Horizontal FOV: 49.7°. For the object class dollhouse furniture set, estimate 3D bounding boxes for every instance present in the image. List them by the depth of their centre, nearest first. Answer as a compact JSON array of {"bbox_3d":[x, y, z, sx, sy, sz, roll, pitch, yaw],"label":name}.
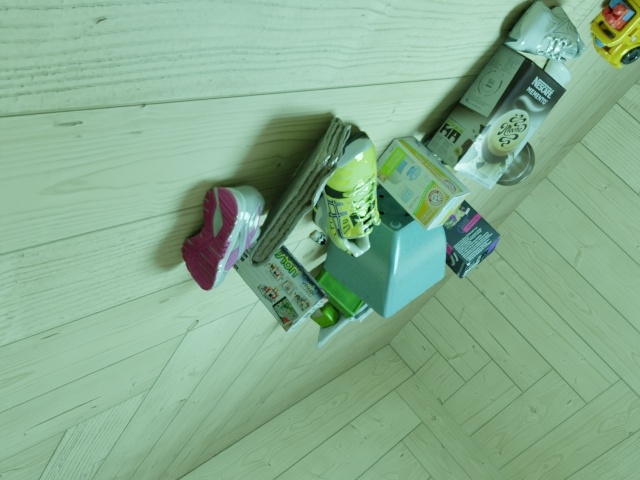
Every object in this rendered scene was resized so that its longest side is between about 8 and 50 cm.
[{"bbox_3d":[0.073,0.096,2.113,0.301,0.151,0.197,-52,-168,-32],"label":"dollhouse furniture set"}]

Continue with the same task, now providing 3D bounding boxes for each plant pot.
[{"bbox_3d":[0.183,-0.003,1.824,0.247,0.248,0.252,-31,144,-31],"label":"plant pot"},{"bbox_3d":[0.570,-0.266,2.163,0.167,0.167,0.165,-47,155,17],"label":"plant pot"}]

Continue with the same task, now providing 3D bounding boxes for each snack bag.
[{"bbox_3d":[0.120,0.174,2.155,0.342,0.037,0.323,-42,-169,16],"label":"snack bag"}]

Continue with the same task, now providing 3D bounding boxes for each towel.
[{"bbox_3d":[-0.037,-0.090,1.295,0.282,0.049,0.187,-51,-169,33],"label":"towel"}]

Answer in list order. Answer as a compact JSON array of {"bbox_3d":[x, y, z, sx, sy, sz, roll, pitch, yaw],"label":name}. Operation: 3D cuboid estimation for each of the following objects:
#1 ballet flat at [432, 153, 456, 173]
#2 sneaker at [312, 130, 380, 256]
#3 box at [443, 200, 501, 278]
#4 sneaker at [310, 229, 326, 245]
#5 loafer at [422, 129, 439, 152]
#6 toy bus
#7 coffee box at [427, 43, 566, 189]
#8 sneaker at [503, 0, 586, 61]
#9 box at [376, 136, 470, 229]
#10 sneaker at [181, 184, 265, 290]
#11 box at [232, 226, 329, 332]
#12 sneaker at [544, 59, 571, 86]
[{"bbox_3d":[0.324,-0.216,1.873,0.232,0.080,0.073,-18,137,-56],"label":"ballet flat"},{"bbox_3d":[0.079,-0.097,1.499,0.145,0.147,0.385,-35,161,-15],"label":"sneaker"},{"bbox_3d":[0.401,-0.040,2.133,0.143,0.270,0.165,-39,163,-9],"label":"box"},{"bbox_3d":[0.000,0.000,1.755,0.032,0.037,0.083,-46,164,8],"label":"sneaker"},{"bbox_3d":[0.324,-0.269,1.788,0.061,0.062,0.170,-2,-163,46],"label":"loafer"},{"bbox_3d":[0.848,-0.609,1.958,0.211,0.149,0.220,-9,148,-39],"label":"toy bus"},{"bbox_3d":[0.422,-0.292,1.661,0.168,0.119,0.297,20,112,-41],"label":"coffee box"},{"bbox_3d":[0.529,-0.472,1.591,0.297,0.129,0.111,-22,157,-45],"label":"sneaker"},{"bbox_3d":[0.237,-0.138,1.642,0.103,0.203,0.114,-17,151,-54],"label":"box"},{"bbox_3d":[-0.167,-0.003,1.263,0.111,0.103,0.252,-22,155,-44],"label":"sneaker"},{"bbox_3d":[-0.090,0.080,1.456,0.114,0.207,0.036,-43,163,5],"label":"box"},{"bbox_3d":[0.667,-0.466,2.018,0.094,0.080,0.212,-31,166,7],"label":"sneaker"}]
